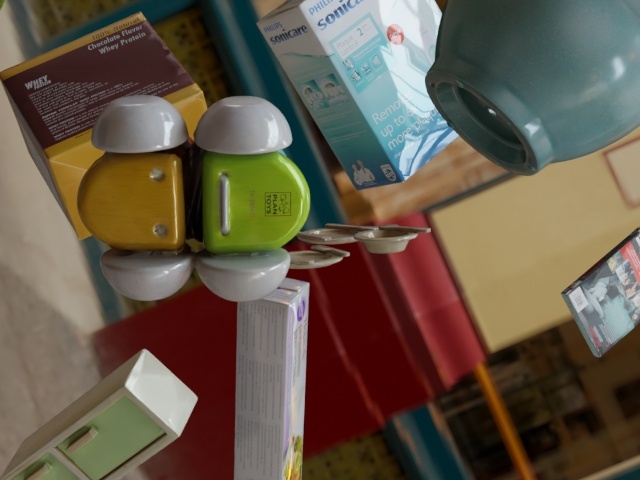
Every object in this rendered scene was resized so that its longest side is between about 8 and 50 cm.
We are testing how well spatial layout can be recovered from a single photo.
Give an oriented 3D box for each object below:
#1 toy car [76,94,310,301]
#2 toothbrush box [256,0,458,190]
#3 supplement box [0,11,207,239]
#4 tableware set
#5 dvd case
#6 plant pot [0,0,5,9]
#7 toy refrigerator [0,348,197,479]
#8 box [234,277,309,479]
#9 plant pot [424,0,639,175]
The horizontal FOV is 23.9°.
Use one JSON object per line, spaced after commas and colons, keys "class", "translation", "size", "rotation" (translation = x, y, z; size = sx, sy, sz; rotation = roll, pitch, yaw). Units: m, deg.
{"class": "toy car", "translation": [-0.098, -0.041, 1.211], "size": [0.136, 0.182, 0.159], "rotation": [-81, 171, -74]}
{"class": "toothbrush box", "translation": [0.082, -0.254, 2.189], "size": [0.126, 0.216, 0.295], "rotation": [-10, -65, 57]}
{"class": "supplement box", "translation": [-0.246, -0.138, 1.779], "size": [0.194, 0.191, 0.129], "rotation": [52, -18, 43]}
{"class": "tableware set", "translation": [0.000, 0.000, 1.298], "size": [0.141, 0.169, 0.020], "rotation": [10, -75, 51]}
{"class": "dvd case", "translation": [0.316, 0.054, 1.602], "size": [0.087, 0.119, 0.013], "rotation": [58, -20, -21]}
{"class": "plant pot", "translation": [-0.629, -0.289, 1.982], "size": [0.353, 0.366, 0.366], "rotation": [-82, 153, -46]}
{"class": "toy refrigerator", "translation": [-0.296, 0.265, 2.003], "size": [0.102, 0.269, 0.094], "rotation": [45, 32, -14]}
{"class": "box", "translation": [-0.056, 0.196, 1.703], "size": [0.063, 0.067, 0.324], "rotation": [-47, 143, -58]}
{"class": "plant pot", "translation": [0.247, -0.200, 1.760], "size": [0.293, 0.196, 0.293], "rotation": [40, -11, 10]}
